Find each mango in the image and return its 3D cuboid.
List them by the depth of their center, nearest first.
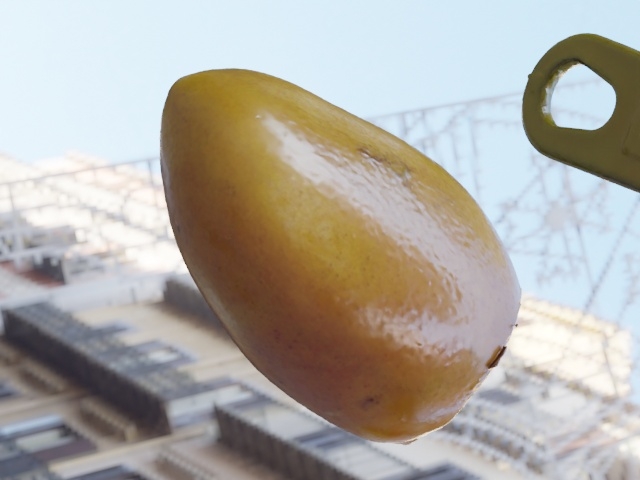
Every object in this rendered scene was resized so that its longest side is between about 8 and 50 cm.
[{"bbox_3d":[0.000,0.000,1.001,0.257,0.187,0.138,36,-26,-17],"label":"mango"}]

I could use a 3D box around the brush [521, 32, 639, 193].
[{"bbox_3d":[0.106,-0.003,0.295,0.205,0.011,0.083,31,-77,48],"label":"brush"}]
